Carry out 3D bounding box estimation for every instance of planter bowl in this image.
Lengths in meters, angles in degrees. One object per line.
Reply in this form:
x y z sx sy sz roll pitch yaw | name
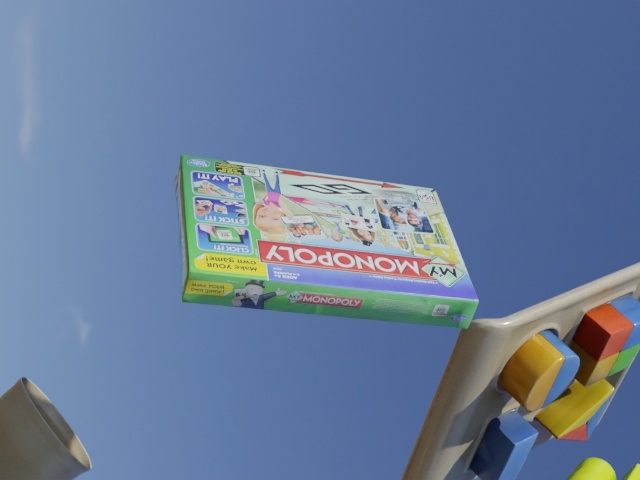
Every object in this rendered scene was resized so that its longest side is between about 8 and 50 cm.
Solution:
-0.411 0.286 1.499 0.162 0.109 0.162 52 -8 10 | planter bowl

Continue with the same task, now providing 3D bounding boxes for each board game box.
0.000 0.000 1.207 0.213 0.317 0.046 -104 -155 -51 | board game box

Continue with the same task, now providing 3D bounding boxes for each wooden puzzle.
0.293 0.196 1.387 0.080 0.347 0.322 49 -42 36 | wooden puzzle

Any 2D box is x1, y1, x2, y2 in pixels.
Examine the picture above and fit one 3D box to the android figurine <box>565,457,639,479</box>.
0.324 0.302 0.983 0.248 0.273 0.056 42 -66 14 | android figurine
